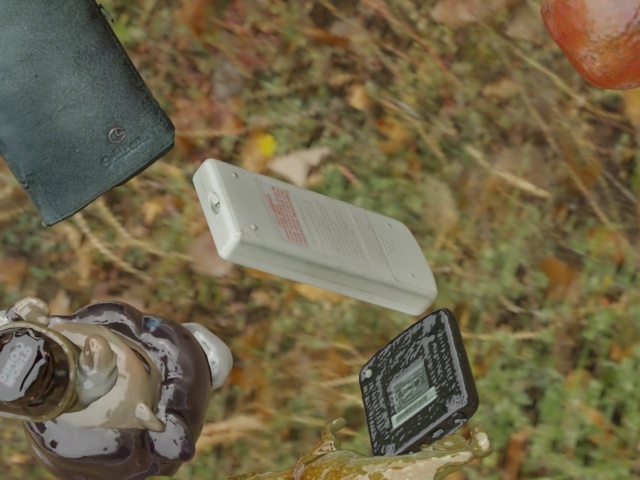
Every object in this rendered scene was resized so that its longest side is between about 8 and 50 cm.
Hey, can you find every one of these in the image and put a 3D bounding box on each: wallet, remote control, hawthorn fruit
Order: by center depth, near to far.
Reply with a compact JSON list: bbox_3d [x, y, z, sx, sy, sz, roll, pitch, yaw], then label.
[{"bbox_3d":[0.211,-0.163,1.251,0.128,0.128,0.128,-8,75,31],"label":"hawthorn fruit"},{"bbox_3d":[0.000,0.000,1.284,0.029,0.190,0.087,-51,41,28],"label":"remote control"},{"bbox_3d":[-0.305,-0.188,1.963,0.190,0.379,0.046,-33,41,-3],"label":"wallet"}]

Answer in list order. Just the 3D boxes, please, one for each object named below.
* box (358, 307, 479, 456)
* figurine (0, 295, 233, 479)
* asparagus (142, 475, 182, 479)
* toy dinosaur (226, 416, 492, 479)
[{"bbox_3d":[0.088,0.137,1.700,0.126,0.027,0.125,-42,42,30],"label":"box"},{"bbox_3d":[-0.247,0.126,1.852,0.218,0.365,0.206,-2,64,17],"label":"figurine"},{"bbox_3d":[-0.136,0.155,1.020,0.041,0.178,0.045,31,102,33],"label":"asparagus"},{"bbox_3d":[0.024,0.123,0.852,0.126,0.162,0.039,-18,109,-6],"label":"toy dinosaur"}]
